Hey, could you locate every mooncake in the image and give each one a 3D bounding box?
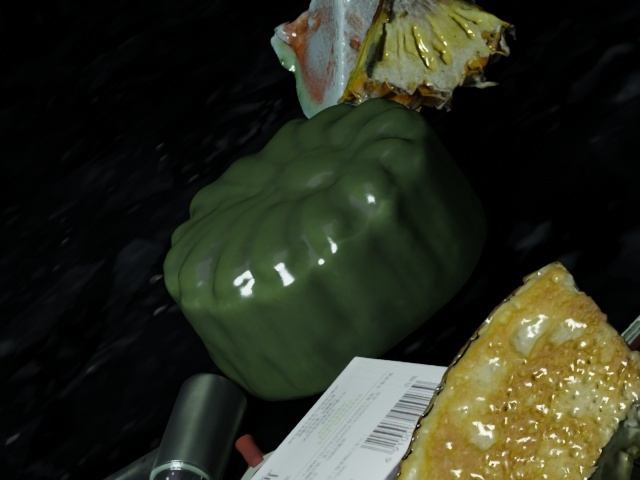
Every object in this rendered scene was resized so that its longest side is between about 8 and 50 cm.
[{"bbox_3d":[0.000,0.000,2.164,0.356,0.194,0.356,-32,24,16],"label":"mooncake"}]

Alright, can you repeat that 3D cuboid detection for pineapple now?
[{"bbox_3d":[0.124,-0.248,2.459,0.236,0.186,0.114,-26,-1,-21],"label":"pineapple"}]

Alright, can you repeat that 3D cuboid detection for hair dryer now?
[{"bbox_3d":[-0.196,0.272,2.120,0.248,0.078,0.195,-34,22,33],"label":"hair dryer"}]

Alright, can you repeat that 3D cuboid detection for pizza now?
[{"bbox_3d":[0.188,0.174,1.642,0.223,0.089,0.323,18,70,36],"label":"pizza"}]

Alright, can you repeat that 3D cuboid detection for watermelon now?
[{"bbox_3d":[0.037,-0.274,2.589,0.320,0.213,0.289,-9,36,28],"label":"watermelon"}]

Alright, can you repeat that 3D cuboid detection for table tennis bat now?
[{"bbox_3d":[-0.057,0.241,2.025,0.098,0.019,0.155,-39,26,-3],"label":"table tennis bat"}]

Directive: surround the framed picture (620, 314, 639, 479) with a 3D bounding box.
[{"bbox_3d":[0.319,0.126,1.695,0.216,0.016,0.273,-45,24,-15],"label":"framed picture"}]

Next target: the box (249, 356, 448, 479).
[{"bbox_3d":[0.037,0.234,1.780,0.260,0.111,0.194,-50,25,-22],"label":"box"}]
